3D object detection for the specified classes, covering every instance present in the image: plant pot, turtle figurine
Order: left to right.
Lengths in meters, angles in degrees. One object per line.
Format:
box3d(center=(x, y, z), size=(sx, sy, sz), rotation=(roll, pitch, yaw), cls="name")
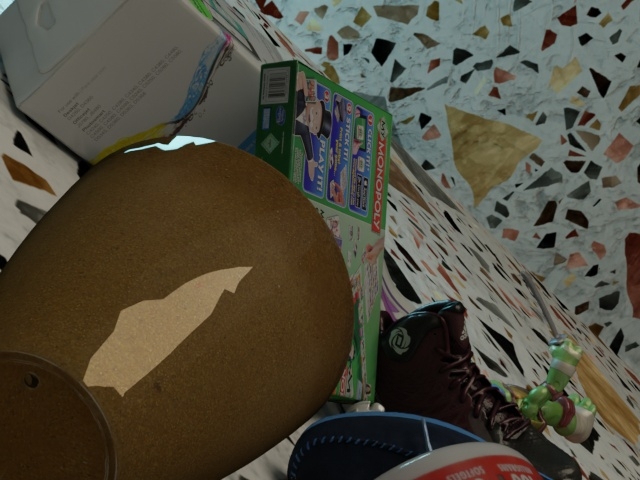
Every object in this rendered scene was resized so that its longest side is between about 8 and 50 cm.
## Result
box3d(center=(-0.130, 0.077, 0.978), size=(0.237, 0.237, 0.254), rotation=(48, 26, 0), cls="plant pot")
box3d(center=(0.269, 0.180, 2.102), size=(0.266, 0.198, 0.275), rotation=(38, 18, -56), cls="turtle figurine")

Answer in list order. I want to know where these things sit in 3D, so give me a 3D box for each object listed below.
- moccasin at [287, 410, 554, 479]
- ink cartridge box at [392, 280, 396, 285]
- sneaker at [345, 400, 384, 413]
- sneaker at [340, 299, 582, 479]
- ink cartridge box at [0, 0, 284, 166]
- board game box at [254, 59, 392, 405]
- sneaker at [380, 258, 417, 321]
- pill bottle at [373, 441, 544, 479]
box3d(center=(0.134, 0.240, 1.315), size=(0.342, 0.138, 0.117), rotation=(15, 22, 6), cls="moccasin")
box3d(center=(0.030, 0.022, 2.088), size=(0.135, 0.056, 0.099), rotation=(53, 11, 24), cls="ink cartridge box")
box3d(center=(0.074, 0.243, 1.550), size=(0.166, 0.065, 0.076), rotation=(45, 28, 3), cls="sneaker")
box3d(center=(0.155, 0.153, 1.600), size=(0.281, 0.162, 0.106), rotation=(21, 18, 24), cls="sneaker")
box3d(center=(-0.176, -0.177, 1.628), size=(0.270, 0.197, 0.198), rotation=(39, 14, -37), cls="ink cartridge box")
box3d(center=(0.000, 0.000, 1.557), size=(0.213, 0.046, 0.317), rotation=(22, 70, -60), cls="board game box")
box3d(center=(0.051, 0.127, 1.784), size=(0.282, 0.102, 0.161), rotation=(54, 34, -36), cls="sneaker")
box3d(center=(0.150, 0.339, 1.084), size=(0.210, 0.210, 0.363), rotation=(33, 18, -52), cls="pill bottle")
